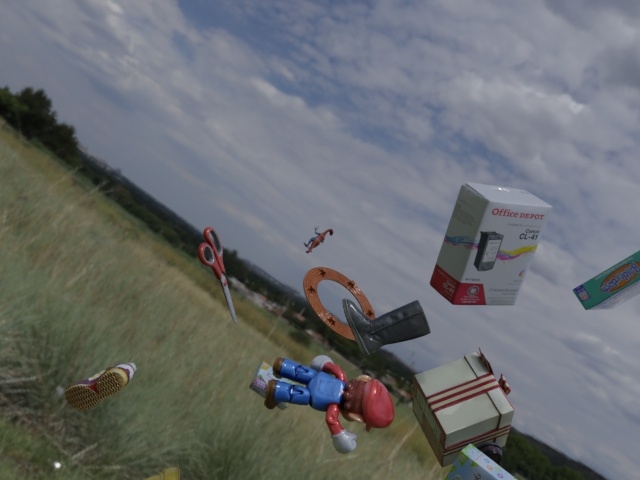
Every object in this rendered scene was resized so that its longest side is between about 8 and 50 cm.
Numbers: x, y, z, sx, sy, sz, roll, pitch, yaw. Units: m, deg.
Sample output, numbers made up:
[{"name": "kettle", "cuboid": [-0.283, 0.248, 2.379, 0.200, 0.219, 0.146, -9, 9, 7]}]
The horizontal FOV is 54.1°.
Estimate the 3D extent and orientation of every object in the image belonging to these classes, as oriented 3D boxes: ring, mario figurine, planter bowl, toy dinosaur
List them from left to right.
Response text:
[{"name": "planter bowl", "cuboid": [-0.426, 0.665, 1.562, 0.090, 0.217, 0.217, 17, -1, -19]}, {"name": "toy dinosaur", "cuboid": [0.000, 0.000, 1.689, 0.047, 0.082, 0.090, 51, 14, -29]}, {"name": "mario figurine", "cuboid": [0.025, 0.404, 1.567, 0.321, 0.198, 0.170, 15, -1, 5]}, {"name": "ring", "cuboid": [0.080, 0.224, 2.312, 0.337, 0.032, 0.336, 31, 32, -22]}]

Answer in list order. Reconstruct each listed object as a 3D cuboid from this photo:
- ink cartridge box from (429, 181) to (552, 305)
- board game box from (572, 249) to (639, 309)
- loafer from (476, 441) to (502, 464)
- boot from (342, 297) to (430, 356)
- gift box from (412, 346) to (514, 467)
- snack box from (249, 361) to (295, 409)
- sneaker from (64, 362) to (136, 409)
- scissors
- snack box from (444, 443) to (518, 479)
[{"name": "ink cartridge box", "cuboid": [0.454, 0.016, 1.687, 0.226, 0.306, 0.131, 3, 25, -25]}, {"name": "board game box", "cuboid": [0.579, 0.072, 1.168, 0.210, 0.160, 0.047, 7, 51, -52]}, {"name": "loafer", "cuboid": [0.457, 0.741, 1.900, 0.109, 0.302, 0.095, 26, 25, -15]}, {"name": "boot", "cuboid": [0.184, 0.215, 1.778, 0.076, 0.208, 0.189, 8, 57, -84]}, {"name": "gift box", "cuboid": [0.440, 0.498, 1.944, 0.255, 0.258, 0.276, 86, -15, -50]}, {"name": "snack box", "cuboid": [-0.159, 0.483, 2.085, 0.141, 0.037, 0.100, 38, 37, -14]}, {"name": "sneaker", "cuboid": [-0.529, 0.351, 1.518, 0.069, 0.185, 0.084, 66, 18, -5]}, {"name": "scissors", "cuboid": [-0.266, 0.096, 1.722, 0.021, 0.109, 0.297, -6, -49, 19]}, {"name": "snack box", "cuboid": [0.439, 0.687, 1.689, 0.207, 0.174, 0.070, 34, 23, 32]}]
